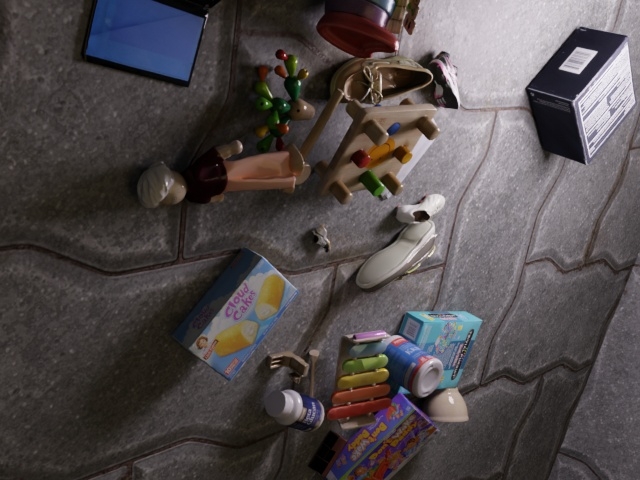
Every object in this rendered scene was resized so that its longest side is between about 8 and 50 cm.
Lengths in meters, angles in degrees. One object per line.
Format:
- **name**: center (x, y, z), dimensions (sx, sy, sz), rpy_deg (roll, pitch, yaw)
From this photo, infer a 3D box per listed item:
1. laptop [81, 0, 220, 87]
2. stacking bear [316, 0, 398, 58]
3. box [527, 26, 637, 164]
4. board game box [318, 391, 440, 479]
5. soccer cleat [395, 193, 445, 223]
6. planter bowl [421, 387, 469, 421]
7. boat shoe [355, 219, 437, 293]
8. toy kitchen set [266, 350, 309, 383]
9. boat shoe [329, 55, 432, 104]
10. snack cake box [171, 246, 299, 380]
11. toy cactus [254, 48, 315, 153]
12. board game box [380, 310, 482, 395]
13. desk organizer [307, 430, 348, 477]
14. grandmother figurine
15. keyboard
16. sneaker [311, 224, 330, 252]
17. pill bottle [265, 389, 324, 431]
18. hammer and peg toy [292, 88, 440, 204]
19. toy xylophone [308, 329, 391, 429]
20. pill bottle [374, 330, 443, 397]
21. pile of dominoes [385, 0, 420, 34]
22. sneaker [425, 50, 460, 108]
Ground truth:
- **laptop**: center (-0.257, -0.406, 1.288), dimensions (0.234, 0.264, 0.137), rpy_deg (4, 71, -47)
- **stacking bear**: center (0.108, -0.561, 1.564), dimensions (0.164, 0.175, 0.289), rpy_deg (19, 88, -27)
- **box**: center (0.832, -0.456, 2.324), dimensions (0.296, 0.182, 0.294), rpy_deg (-47, 136, -13)
- **board game box**: center (0.189, 0.656, 2.301), dimensions (0.347, 0.078, 0.233), rpy_deg (-44, 138, 0)
- **soccer cleat**: center (0.294, -0.082, 2.065), dimensions (0.196, 0.076, 0.068), rpy_deg (-18, 123, -39)
- **planter bowl**: center (0.421, 0.555, 2.497), dimensions (0.162, 0.162, 0.109), rpy_deg (7, 80, -47)
- **boat shoe**: center (0.219, 0.059, 2.043), dimensions (0.305, 0.109, 0.091), rpy_deg (-40, 130, -28)
- **toy kitchen set**: center (-0.088, 0.339, 1.903), dimensions (0.075, 0.083, 0.068), rpy_deg (-5, 114, -44)
- **boat shoe**: center (0.145, -0.382, 1.741), dimensions (0.285, 0.089, 0.105), rpy_deg (-24, 127, -34)
- **snack cake box**: center (-0.192, 0.167, 1.685), dimensions (0.264, 0.089, 0.152), rpy_deg (-52, 129, -11)
- **toy cactus**: center (-0.068, -0.290, 1.582), dimensions (0.180, 0.112, 0.219), rpy_deg (-3, 105, -55)
- **board game box**: center (0.362, 0.358, 2.370), dimensions (0.336, 0.079, 0.254), rpy_deg (6, 107, -47)
- **desk organizer**: center (0.022, 0.642, 2.207), dimensions (0.050, 0.047, 0.130), rpy_deg (38, 82, -46)
- **grandmother figurine**: center (-0.204, -0.128, 1.487), dimensions (0.342, 0.104, 0.208), rpy_deg (-13, 145, -28)
- **keyboard**: center (0.236, -0.224, 1.981), dimensions (0.256, 0.014, 0.072), rpy_deg (-52, 133, -12)
- **sneaker**: center (0.000, 0.000, 1.854), dimensions (0.037, 0.032, 0.083), rpy_deg (-30, 126, -13)
- **pill bottle**: center (-0.071, 0.456, 1.974), dimensions (0.169, 0.094, 0.094), rpy_deg (33, 86, -49)
- **hammer and peg toy**: center (0.097, -0.208, 1.696), dimensions (0.361, 0.127, 0.266), rpy_deg (-11, 144, -42)
- **toy xylophone**: center (0.084, 0.388, 2.057), dimensions (0.236, 0.081, 0.323), rpy_deg (-13, 120, -19)
- **pill bottle**: center (0.236, 0.351, 2.132), dimensions (0.124, 0.221, 0.124), rpy_deg (-24, 127, -36)
- **pile of dominoes**: center (0.181, -0.585, 1.613), dimensions (0.040, 0.196, 0.251), rpy_deg (7, 108, -17)
- **sneaker**: center (0.340, -0.423, 1.936), dimensions (0.077, 0.072, 0.178), rpy_deg (-57, 146, -21)
